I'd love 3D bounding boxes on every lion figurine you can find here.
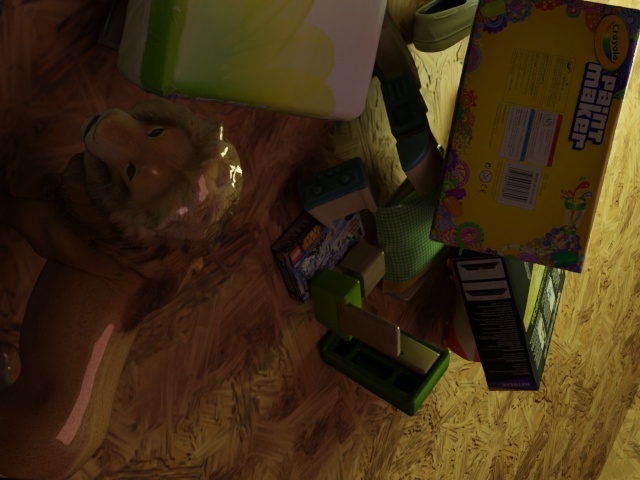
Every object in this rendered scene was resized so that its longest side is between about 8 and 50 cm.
[{"bbox_3d":[-0.200,0.070,0.732,0.142,0.240,0.392,7,101,-55],"label":"lion figurine"}]

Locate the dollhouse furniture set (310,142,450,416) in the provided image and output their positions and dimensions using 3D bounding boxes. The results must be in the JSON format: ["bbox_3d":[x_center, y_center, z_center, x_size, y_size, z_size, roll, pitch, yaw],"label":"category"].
[{"bbox_3d":[0.140,0.044,1.234,0.301,0.151,0.197,-48,150,-30],"label":"dollhouse furniture set"}]

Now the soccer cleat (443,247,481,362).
[{"bbox_3d":[0.260,0.086,1.495,0.083,0.095,0.247,-24,125,-46],"label":"soccer cleat"}]

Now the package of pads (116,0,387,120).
[{"bbox_3d":[-0.038,-0.261,0.798,0.229,0.101,0.296,3,104,-41],"label":"package of pads"}]

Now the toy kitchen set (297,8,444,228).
[{"bbox_3d":[0.039,-0.147,1.095,0.122,0.166,0.207,49,25,-52],"label":"toy kitchen set"}]

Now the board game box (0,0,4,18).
[{"bbox_3d":[-0.255,-0.065,0.552,0.066,0.319,0.317,12,98,-16],"label":"board game box"}]

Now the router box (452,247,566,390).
[{"bbox_3d":[0.301,0.043,1.420,0.309,0.081,0.242,-57,134,-51],"label":"router box"}]

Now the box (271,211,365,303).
[{"bbox_3d":[0.000,0.000,1.157,0.137,0.027,0.094,-48,141,-29],"label":"box"}]

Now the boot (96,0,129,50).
[{"bbox_3d":[-0.102,-0.254,0.852,0.190,0.076,0.208,8,93,-41],"label":"boot"}]

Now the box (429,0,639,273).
[{"bbox_3d":[0.260,-0.143,1.119,0.279,0.177,0.289,-40,142,-72],"label":"box"}]

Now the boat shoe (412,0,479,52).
[{"bbox_3d":[0.186,-0.317,1.233,0.184,0.066,0.063,-34,133,-28],"label":"boat shoe"}]
